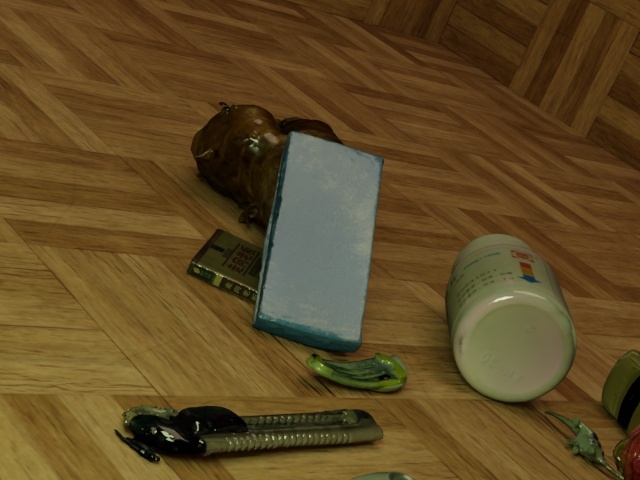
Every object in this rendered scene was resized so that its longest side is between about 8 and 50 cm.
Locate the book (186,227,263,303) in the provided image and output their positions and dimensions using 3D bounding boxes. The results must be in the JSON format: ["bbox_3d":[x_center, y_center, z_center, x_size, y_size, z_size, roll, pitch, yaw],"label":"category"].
[{"bbox_3d":[-0.057,0.060,1.959,0.230,0.026,0.161,25,18,2],"label":"book"}]

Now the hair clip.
[{"bbox_3d":[0.048,0.165,1.787,0.188,0.033,0.060,8,26,-48],"label":"hair clip"}]

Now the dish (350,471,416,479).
[{"bbox_3d":[0.089,0.278,1.507,0.091,0.039,0.137,16,18,-25],"label":"dish"}]

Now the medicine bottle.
[{"bbox_3d":[0.262,0.098,2.029,0.170,0.170,0.293,22,19,-6],"label":"medicine bottle"}]

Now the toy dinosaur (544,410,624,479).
[{"bbox_3d":[0.346,0.264,1.890,0.058,0.037,0.180,40,10,-45],"label":"toy dinosaur"}]

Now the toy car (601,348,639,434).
[{"bbox_3d":[0.504,0.259,2.000,0.256,0.101,0.124,33,23,21],"label":"toy car"}]

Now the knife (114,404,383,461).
[{"bbox_3d":[-0.060,0.196,1.544,0.365,0.043,0.089,5,27,-47],"label":"knife"}]

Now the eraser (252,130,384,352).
[{"bbox_3d":[0.000,0.000,1.909,0.144,0.043,0.312,16,54,-10],"label":"eraser"}]

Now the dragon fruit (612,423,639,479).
[{"bbox_3d":[0.495,0.315,1.643,0.250,0.250,0.315,0,46,-52],"label":"dragon fruit"}]

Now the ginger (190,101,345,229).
[{"bbox_3d":[-0.061,-0.091,2.160,0.254,0.176,0.418,3,26,-21],"label":"ginger"}]
